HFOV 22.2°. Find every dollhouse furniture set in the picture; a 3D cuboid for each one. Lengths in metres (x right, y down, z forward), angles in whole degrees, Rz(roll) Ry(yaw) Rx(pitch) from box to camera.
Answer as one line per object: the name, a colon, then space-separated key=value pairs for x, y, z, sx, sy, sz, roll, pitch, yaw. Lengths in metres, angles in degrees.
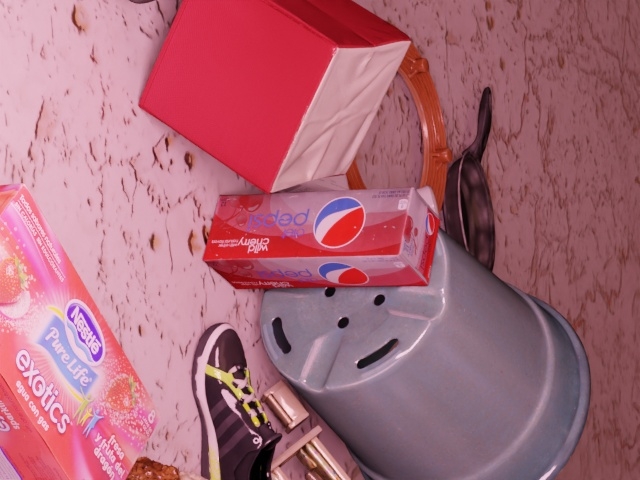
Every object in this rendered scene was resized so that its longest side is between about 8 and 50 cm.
dollhouse furniture set: x=-0.040 y=0.290 z=2.025 sx=0.101 sy=0.161 sz=0.182 roll=-37 pitch=81 yaw=-17

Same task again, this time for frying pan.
frying pan: x=0.225 y=-0.100 z=2.490 sx=0.197 sy=0.053 sz=0.326 roll=27 pitch=57 yaw=-66

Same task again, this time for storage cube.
storage cube: x=-0.050 y=-0.186 z=1.813 sx=0.183 sy=0.193 sz=0.215 roll=-17 pitch=136 yaw=-60

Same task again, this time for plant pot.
plant pot: x=0.113 y=0.137 z=2.013 sx=0.334 sy=0.341 sz=0.341 roll=44 pitch=51 yaw=-46

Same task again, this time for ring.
ring: x=0.104 y=-0.147 z=2.286 sx=0.336 sy=0.032 sz=0.337 roll=17 pitch=69 yaw=-57

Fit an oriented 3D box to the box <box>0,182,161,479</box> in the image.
box: x=-0.292 y=0.108 z=1.485 sx=0.300 sy=0.154 sz=0.142 roll=64 pitch=37 yaw=-33

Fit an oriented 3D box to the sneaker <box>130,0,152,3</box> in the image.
sneaker: x=-0.122 y=-0.354 z=1.835 sx=0.146 sy=0.122 sz=0.331 roll=60 pitch=41 yaw=-37

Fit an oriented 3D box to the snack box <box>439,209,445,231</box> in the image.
snack box: x=0.136 y=0.002 z=2.364 sx=0.178 sy=0.022 sz=0.064 roll=-20 pitch=105 yaw=-59

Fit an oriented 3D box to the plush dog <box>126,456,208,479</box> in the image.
plush dog: x=-0.142 y=0.342 z=1.723 sx=0.225 sy=0.210 sz=0.262 roll=-92 pitch=160 yaw=-53

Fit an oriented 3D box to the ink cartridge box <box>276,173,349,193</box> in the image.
ink cartridge box: x=-0.045 y=-0.165 z=2.053 sx=0.181 sy=0.056 sz=0.225 roll=17 pitch=55 yaw=-59

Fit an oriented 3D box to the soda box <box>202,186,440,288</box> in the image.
soda box: x=0.000 y=0.000 z=1.884 sx=0.083 sy=0.263 sz=0.092 roll=44 pitch=52 yaw=-50

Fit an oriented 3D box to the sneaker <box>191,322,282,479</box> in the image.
sneaker: x=-0.084 y=0.210 z=1.892 sx=0.084 sy=0.097 sz=0.235 roll=-14 pitch=100 yaw=-60

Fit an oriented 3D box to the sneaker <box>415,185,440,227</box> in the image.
sneaker: x=0.075 y=0.006 z=2.165 sx=0.226 sy=0.163 sz=0.086 roll=79 pitch=-5 yaw=-65
